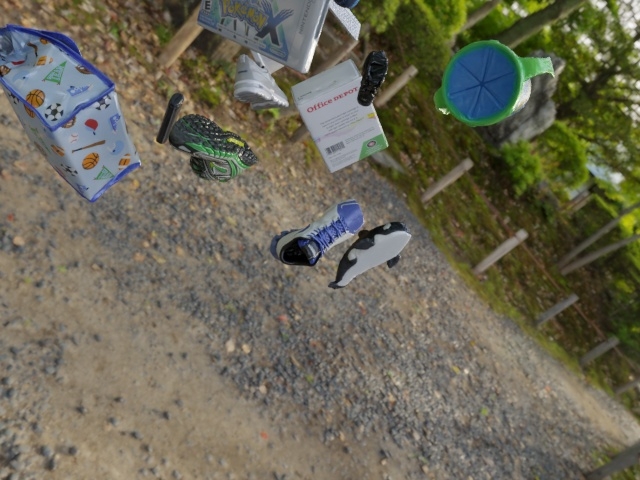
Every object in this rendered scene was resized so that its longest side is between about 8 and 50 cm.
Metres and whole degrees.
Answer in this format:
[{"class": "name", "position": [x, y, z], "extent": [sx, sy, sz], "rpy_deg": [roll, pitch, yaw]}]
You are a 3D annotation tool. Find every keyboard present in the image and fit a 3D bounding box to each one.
[{"class": "keyboard", "position": [0.051, -0.730, 1.876], "extent": [0.256, 0.014, 0.072], "rpy_deg": [37, 61, -44]}]

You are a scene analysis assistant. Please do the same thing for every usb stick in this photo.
[{"class": "usb stick", "position": [-0.551, -0.441, 2.204], "extent": [0.045, 0.278, 0.077], "rpy_deg": [35, 59, -9]}]

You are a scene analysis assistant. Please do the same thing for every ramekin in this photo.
[{"class": "ramekin", "position": [-0.191, -0.714, 2.197], "extent": [0.207, 0.109, 0.207], "rpy_deg": [-20, 90, -81]}]

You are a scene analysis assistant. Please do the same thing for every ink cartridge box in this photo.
[{"class": "ink cartridge box", "position": [0.059, -0.367, 1.806], "extent": [0.278, 0.201, 0.117], "rpy_deg": [59, 9, -45]}]

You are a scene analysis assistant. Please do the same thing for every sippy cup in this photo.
[{"class": "sippy cup", "position": [0.505, -0.449, 1.769], "extent": [0.305, 0.240, 0.224], "rpy_deg": [28, 22, 29]}]

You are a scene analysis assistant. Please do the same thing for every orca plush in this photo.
[{"class": "orca plush", "position": [0.129, 0.024, 1.653], "extent": [0.151, 0.287, 0.102], "rpy_deg": [12, 46, -24]}]

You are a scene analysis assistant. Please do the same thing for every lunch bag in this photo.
[{"class": "lunch bag", "position": [-0.689, -0.352, 1.603], "extent": [0.385, 0.239, 0.328], "rpy_deg": [37, -27, 19]}]

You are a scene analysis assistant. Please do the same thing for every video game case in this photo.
[{"class": "video game case", "position": [-0.117, -0.571, 1.336], "extent": [0.329, 0.300, 0.036], "rpy_deg": [31, 26, 24]}]

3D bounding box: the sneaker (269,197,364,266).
[{"class": "sneaker", "position": [-0.001, 0.000, 1.862], "extent": [0.127, 0.316, 0.182], "rpy_deg": [64, -1, -18]}]

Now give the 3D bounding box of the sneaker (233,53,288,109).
[{"class": "sneaker", "position": [-0.150, -0.415, 1.606], "extent": [0.281, 0.105, 0.115], "rpy_deg": [-13, 100, -81]}]

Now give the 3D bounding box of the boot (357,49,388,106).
[{"class": "boot", "position": [0.099, -0.308, 1.090], "extent": [0.045, 0.121, 0.099], "rpy_deg": [18, -14, -2]}]

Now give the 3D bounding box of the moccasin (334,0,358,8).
[{"class": "moccasin", "position": [0.012, -0.806, 1.726], "extent": [0.117, 0.138, 0.342], "rpy_deg": [2, 59, -45]}]

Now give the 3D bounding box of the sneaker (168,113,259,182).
[{"class": "sneaker", "position": [-0.285, -0.215, 1.563], "extent": [0.134, 0.146, 0.343], "rpy_deg": [51, 11, 18]}]
